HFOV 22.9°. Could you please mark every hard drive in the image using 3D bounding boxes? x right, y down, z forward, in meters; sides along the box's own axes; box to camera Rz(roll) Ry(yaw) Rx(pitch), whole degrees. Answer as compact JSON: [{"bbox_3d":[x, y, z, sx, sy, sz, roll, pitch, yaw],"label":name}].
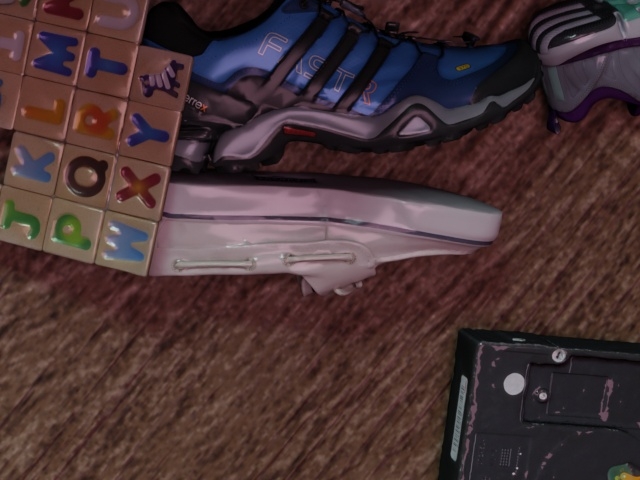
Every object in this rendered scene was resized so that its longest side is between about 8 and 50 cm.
[{"bbox_3d":[0.261,0.201,1.277,0.338,0.064,0.237,5,98,-13],"label":"hard drive"}]

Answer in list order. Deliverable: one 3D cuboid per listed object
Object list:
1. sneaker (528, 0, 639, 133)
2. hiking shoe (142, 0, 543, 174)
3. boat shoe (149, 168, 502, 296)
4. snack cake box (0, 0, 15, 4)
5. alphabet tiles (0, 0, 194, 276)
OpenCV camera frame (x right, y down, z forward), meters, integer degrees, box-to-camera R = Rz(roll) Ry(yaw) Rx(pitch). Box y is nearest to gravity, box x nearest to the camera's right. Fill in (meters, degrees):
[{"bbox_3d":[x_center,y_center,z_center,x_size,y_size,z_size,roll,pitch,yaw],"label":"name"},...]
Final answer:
[{"bbox_3d":[0.270,-0.155,1.229,0.223,0.083,0.098,-15,122,-6],"label":"sneaker"},{"bbox_3d":[0.016,-0.130,1.144,0.304,0.113,0.132,-9,101,-11],"label":"hiking shoe"},{"bbox_3d":[0.000,0.000,1.172,0.267,0.096,0.088,3,102,-12],"label":"boat shoe"},{"bbox_3d":[-0.309,-0.235,0.999,0.264,0.089,0.152,-6,80,-36],"label":"snack cake box"},{"bbox_3d":[-0.190,-0.112,1.114,0.198,0.009,0.237,14,96,10],"label":"alphabet tiles"}]
